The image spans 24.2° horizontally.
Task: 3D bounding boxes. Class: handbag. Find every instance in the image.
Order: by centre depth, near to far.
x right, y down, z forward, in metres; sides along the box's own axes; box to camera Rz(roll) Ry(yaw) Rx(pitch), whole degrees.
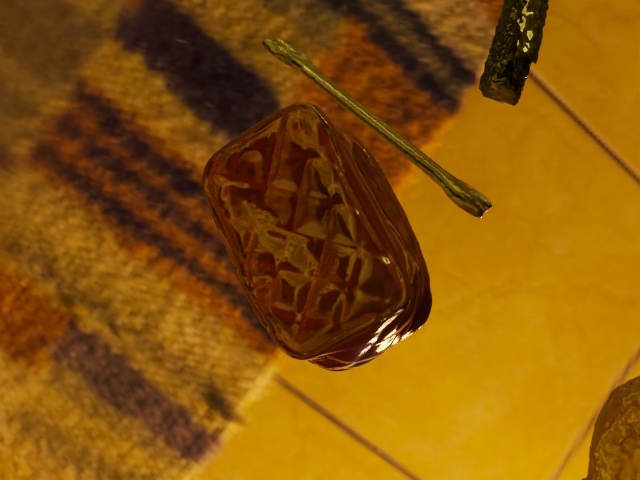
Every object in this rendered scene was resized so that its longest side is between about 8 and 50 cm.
[{"bbox_3d":[0.000,0.000,1.304,0.146,0.135,0.225,-29,75,10],"label":"handbag"}]

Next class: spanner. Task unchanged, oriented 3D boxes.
[{"bbox_3d":[0.054,-0.117,1.495,0.017,0.302,0.071,-55,159,14],"label":"spanner"}]

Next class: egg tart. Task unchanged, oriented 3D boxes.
[{"bbox_3d":[0.426,0.295,1.693,0.120,0.315,0.315,-5,103,-29],"label":"egg tart"}]

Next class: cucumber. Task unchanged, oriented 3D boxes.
[{"bbox_3d":[0.198,-0.236,1.408,0.043,0.044,0.256,25,60,-9],"label":"cucumber"}]
